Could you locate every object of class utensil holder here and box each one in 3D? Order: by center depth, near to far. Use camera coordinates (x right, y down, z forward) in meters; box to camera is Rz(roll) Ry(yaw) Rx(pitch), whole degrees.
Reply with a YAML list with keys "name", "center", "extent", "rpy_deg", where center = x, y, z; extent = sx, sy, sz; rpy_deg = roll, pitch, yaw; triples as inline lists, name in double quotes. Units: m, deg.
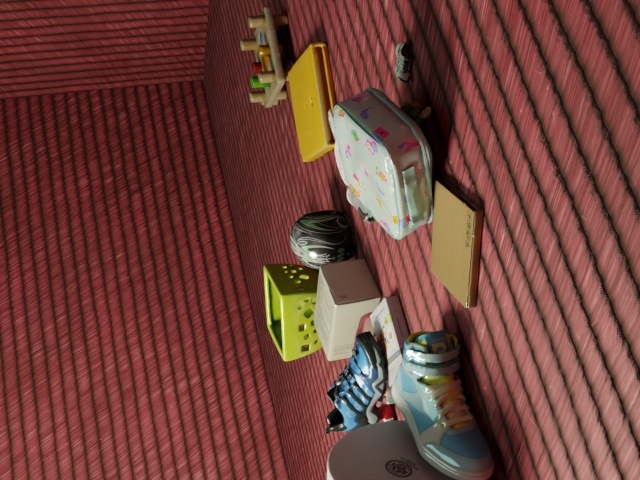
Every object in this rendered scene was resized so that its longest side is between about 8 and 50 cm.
- name: "utensil holder"
  center: [0.165, 0.607, 1.565]
  extent: [0.327, 0.328, 0.385]
  rpy_deg: [-134, 39, -65]

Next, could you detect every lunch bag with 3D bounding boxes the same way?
- name: "lunch bag"
  center: [0.134, -0.145, 1.545]
  extent: [0.224, 0.108, 0.279]
  rpy_deg: [47, 163, 38]

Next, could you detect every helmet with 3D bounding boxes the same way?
- name: "helmet"
  center: [0.000, 0.000, 2.136]
  extent: [0.169, 0.162, 0.169]
  rpy_deg: [171, 90, -75]

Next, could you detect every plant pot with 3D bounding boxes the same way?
- name: "plant pot"
  center: [-0.043, 0.197, 2.322]
  extent: [0.228, 0.207, 0.227]
  rpy_deg: [-128, 32, -61]

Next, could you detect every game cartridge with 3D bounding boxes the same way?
- name: "game cartridge"
  center: [-0.021, -0.385, 2.231]
  extent: [0.324, 0.053, 0.285]
  rpy_deg: [173, 88, -77]

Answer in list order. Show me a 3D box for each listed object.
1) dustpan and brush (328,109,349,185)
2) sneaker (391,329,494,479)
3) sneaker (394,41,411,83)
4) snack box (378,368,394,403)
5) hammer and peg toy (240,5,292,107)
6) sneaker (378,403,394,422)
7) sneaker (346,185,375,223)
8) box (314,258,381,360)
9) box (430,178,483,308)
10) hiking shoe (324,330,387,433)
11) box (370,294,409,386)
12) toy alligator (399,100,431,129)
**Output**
- name: "dustpan and brush"
  center: [0.060, -0.230, 1.981]
  extent: [0.147, 0.060, 0.211]
  rpy_deg: [-161, 63, -73]
- name: "sneaker"
  center: [0.238, 0.297, 1.508]
  extent: [0.319, 0.127, 0.208]
  rpy_deg: [-131, 39, -52]
- name: "sneaker"
  center: [0.168, -0.357, 1.565]
  extent: [0.037, 0.032, 0.083]
  rpy_deg: [-160, 62, -73]
- name: "snack box"
  center: [0.158, 0.362, 1.998]
  extent: [0.141, 0.037, 0.100]
  rpy_deg: [158, 103, -74]
- name: "hammer and peg toy"
  center: [-0.185, -0.581, 2.555]
  extent: [0.361, 0.127, 0.265]
  rpy_deg: [149, 111, -74]
- name: "sneaker"
  center: [0.179, 0.477, 1.979]
  extent: [0.067, 0.042, 0.118]
  rpy_deg: [-133, 30, -71]
- name: "sneaker"
  center: [0.118, -0.124, 1.813]
  extent: [0.228, 0.086, 0.132]
  rpy_deg: [85, 164, -54]
- name: "box"
  center: [0.067, 0.184, 2.061]
  extent: [0.232, 0.127, 0.148]
  rpy_deg: [97, 159, -44]
- name: "box"
  center: [0.254, 0.004, 1.473]
  extent: [0.164, 0.021, 0.201]
  rpy_deg: [-125, 30, -59]
- name: "hiking shoe"
  center: [0.085, 0.366, 1.938]
  extent: [0.113, 0.132, 0.304]
  rpy_deg: [-124, 32, -58]
- name: "box"
  center: [0.176, 0.242, 1.868]
  extent: [0.145, 0.038, 0.186]
  rpy_deg: [116, 144, -64]
- name: "toy alligator"
  center: [0.186, -0.238, 1.539]
  extent: [0.051, 0.056, 0.190]
  rpy_deg: [42, 176, -20]
